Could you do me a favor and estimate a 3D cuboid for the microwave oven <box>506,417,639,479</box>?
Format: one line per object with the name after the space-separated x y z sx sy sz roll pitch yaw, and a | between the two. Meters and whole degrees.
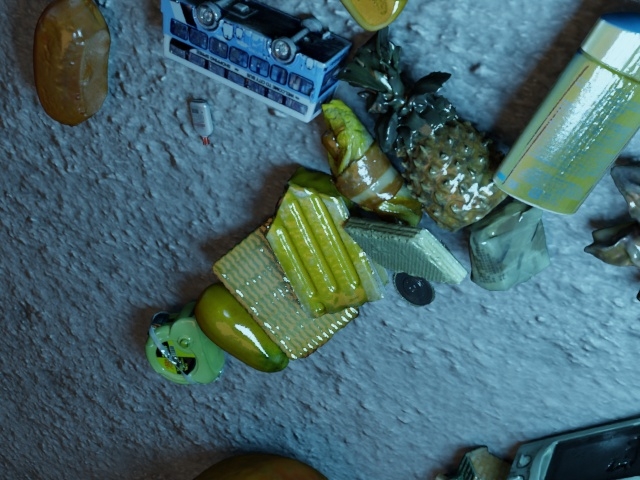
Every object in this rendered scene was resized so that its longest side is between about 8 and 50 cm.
0.494 0.439 1.340 0.295 0.181 0.237 -29 105 42 | microwave oven

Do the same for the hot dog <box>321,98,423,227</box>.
0.067 -0.102 1.261 0.261 0.093 0.123 51 174 -14 | hot dog

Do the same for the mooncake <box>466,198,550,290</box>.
0.279 0.003 1.206 0.073 0.129 0.125 34 145 54 | mooncake

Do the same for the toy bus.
-0.107 -0.304 1.242 0.297 0.106 0.131 28 134 15 | toy bus

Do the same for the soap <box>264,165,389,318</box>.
0.000 0.000 1.387 0.160 0.080 0.258 -18 110 21 | soap

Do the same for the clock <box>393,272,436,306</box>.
0.165 0.082 1.408 0.074 0.010 0.083 -27 105 42 | clock

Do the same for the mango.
-0.152 0.174 1.582 0.221 0.151 0.120 41 95 -8 | mango

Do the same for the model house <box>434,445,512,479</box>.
0.296 0.503 1.530 0.172 0.166 0.183 29 121 16 | model house

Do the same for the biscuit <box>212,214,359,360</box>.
-0.063 0.092 1.498 0.172 0.029 0.254 -38 97 11 | biscuit

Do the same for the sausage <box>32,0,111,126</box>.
-0.452 -0.323 1.429 0.133 0.133 0.258 29 134 11 | sausage

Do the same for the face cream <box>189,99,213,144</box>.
-0.212 -0.212 1.427 0.040 0.021 0.083 12 126 25 | face cream

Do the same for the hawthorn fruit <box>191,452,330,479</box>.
-0.147 0.695 1.749 0.471 0.472 0.472 16 129 22 | hawthorn fruit

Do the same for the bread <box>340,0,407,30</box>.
0.029 -0.403 1.104 0.092 0.074 0.239 -34 102 26 | bread

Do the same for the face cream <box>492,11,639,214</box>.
0.353 -0.165 1.029 0.139 0.067 0.285 17 125 -18 | face cream

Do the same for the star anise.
0.522 -0.001 1.059 0.315 0.108 0.315 20 128 29 | star anise

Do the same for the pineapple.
0.155 -0.167 1.161 0.310 0.141 0.170 53 143 -2 | pineapple

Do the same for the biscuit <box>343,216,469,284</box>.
0.131 0.015 1.258 0.121 0.041 0.199 44 163 -28 | biscuit

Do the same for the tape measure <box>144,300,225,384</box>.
-0.295 0.232 1.740 0.175 0.106 0.200 -5 121 19 | tape measure
